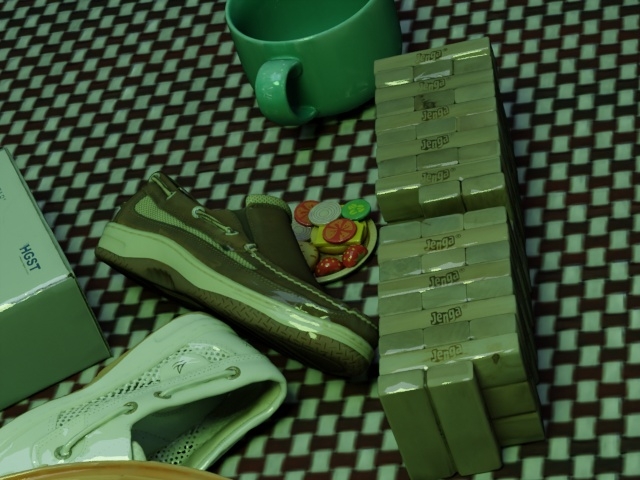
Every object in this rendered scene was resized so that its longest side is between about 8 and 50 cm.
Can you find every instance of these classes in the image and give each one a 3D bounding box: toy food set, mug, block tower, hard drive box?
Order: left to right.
[{"bbox_3d":[-0.294,0.056,1.360,0.232,0.089,0.181,-26,41,-8],"label":"hard drive box"},{"bbox_3d":[-0.010,-0.150,1.475,0.158,0.097,0.129,-37,44,-20],"label":"mug"},{"bbox_3d":[0.000,0.000,1.360,0.083,0.020,0.082,-5,42,17],"label":"toy food set"},{"bbox_3d":[0.090,0.004,1.267,0.091,0.097,0.335,-10,43,11],"label":"block tower"}]

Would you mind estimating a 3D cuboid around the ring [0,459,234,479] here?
[{"bbox_3d":[-0.127,0.229,0.788,0.337,0.032,0.336,-9,42,8],"label":"ring"}]

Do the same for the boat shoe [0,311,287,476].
[{"bbox_3d":[-0.135,0.149,1.185,0.277,0.098,0.096,-40,43,-25],"label":"boat shoe"}]

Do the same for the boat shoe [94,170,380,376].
[{"bbox_3d":[-0.052,0.010,1.294,0.257,0.095,0.095,23,79,38],"label":"boat shoe"}]
